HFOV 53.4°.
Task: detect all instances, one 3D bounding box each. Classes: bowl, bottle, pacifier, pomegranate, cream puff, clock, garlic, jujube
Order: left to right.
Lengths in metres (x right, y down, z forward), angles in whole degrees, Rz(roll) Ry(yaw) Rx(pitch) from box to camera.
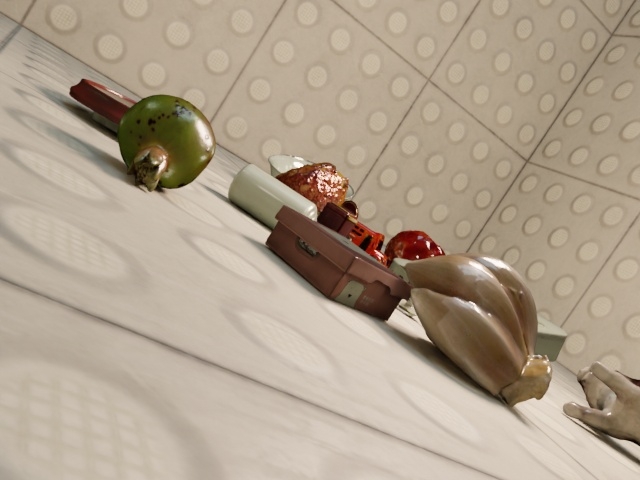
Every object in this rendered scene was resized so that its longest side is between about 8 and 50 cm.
[{"bbox_3d":[-0.409,-0.258,1.431,0.319,0.080,0.318,28,7,-4],"label":"clock"},{"bbox_3d":[-0.256,-0.151,1.041,0.159,0.159,0.205,32,31,-13],"label":"pomegranate"},{"bbox_3d":[-0.088,-0.072,1.457,0.245,0.104,0.104,34,5,13],"label":"bottle"},{"bbox_3d":[-0.052,-0.160,2.154,0.314,0.146,0.313,20,21,-8],"label":"bowl"},{"bbox_3d":[-0.037,-0.121,1.743,0.163,0.240,0.240,65,11,9],"label":"cream puff"},{"bbox_3d":[0.209,0.141,1.477,0.083,0.064,0.068,35,23,31],"label":"pacifier"},{"bbox_3d":[0.318,0.065,2.175,0.213,0.213,0.232,34,0,11],"label":"jujube"},{"bbox_3d":[0.304,0.134,1.179,0.325,0.132,0.279,55,31,5],"label":"garlic"}]

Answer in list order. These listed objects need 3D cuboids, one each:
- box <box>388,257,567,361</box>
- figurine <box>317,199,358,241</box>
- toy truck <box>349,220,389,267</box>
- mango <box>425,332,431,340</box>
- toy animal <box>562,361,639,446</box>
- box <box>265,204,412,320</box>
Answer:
[{"bbox_3d":[0.415,0.186,1.742,0.397,0.111,0.396,13,15,-34],"label":"box"},{"bbox_3d":[0.042,-0.023,1.502,0.098,0.154,0.082,32,3,-46],"label":"figurine"},{"bbox_3d":[0.109,-0.002,1.948,0.253,0.114,0.107,33,4,16],"label":"toy truck"},{"bbox_3d":[0.276,0.196,1.269,0.184,0.084,0.102,18,13,-29],"label":"mango"},{"bbox_3d":[0.770,0.426,1.525,0.344,0.194,0.303,39,13,28],"label":"toy animal"},{"bbox_3d":[0.034,0.046,1.181,0.215,0.086,0.215,37,7,40],"label":"box"}]
